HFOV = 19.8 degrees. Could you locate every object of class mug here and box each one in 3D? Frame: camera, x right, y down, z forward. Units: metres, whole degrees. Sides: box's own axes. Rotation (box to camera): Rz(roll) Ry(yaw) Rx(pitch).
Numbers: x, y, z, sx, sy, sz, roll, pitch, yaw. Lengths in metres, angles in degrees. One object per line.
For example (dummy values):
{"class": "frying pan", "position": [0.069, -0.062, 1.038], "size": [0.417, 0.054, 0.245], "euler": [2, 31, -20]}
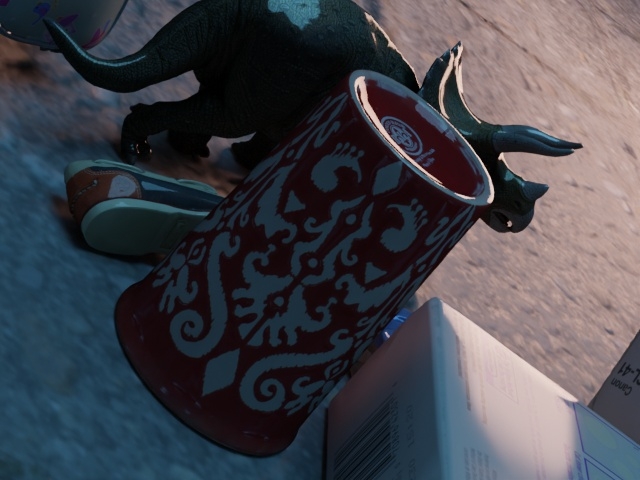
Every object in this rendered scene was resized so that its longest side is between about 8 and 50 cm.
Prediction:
{"class": "mug", "position": [-0.007, -0.003, 0.901], "size": [0.113, 0.169, 0.150], "euler": [30, 26, -26]}

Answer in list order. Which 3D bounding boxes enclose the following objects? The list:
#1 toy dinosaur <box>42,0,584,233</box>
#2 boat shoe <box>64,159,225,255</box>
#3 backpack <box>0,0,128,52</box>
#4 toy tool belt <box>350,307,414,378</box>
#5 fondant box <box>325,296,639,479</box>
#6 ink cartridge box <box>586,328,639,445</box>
{"class": "toy dinosaur", "position": [-0.017, -0.091, 1.049], "size": [0.313, 0.160, 0.121], "euler": [30, 26, -30]}
{"class": "boat shoe", "position": [-0.075, -0.012, 0.967], "size": [0.137, 0.049, 0.043], "euler": [12, 35, -42]}
{"class": "backpack", "position": [-0.170, -0.189, 0.966], "size": [0.144, 0.166, 0.188], "euler": [45, 24, 29]}
{"class": "toy tool belt", "position": [0.043, 0.064, 1.015], "size": [0.052, 0.051, 0.083], "euler": [41, 23, -5]}
{"class": "fondant box", "position": [0.154, 0.203, 0.900], "size": [0.330, 0.096, 0.238], "euler": [35, 24, -16]}
{"class": "ink cartridge box", "position": [0.344, 0.155, 1.082], "size": [0.306, 0.131, 0.226], "euler": [36, -3, -20]}
